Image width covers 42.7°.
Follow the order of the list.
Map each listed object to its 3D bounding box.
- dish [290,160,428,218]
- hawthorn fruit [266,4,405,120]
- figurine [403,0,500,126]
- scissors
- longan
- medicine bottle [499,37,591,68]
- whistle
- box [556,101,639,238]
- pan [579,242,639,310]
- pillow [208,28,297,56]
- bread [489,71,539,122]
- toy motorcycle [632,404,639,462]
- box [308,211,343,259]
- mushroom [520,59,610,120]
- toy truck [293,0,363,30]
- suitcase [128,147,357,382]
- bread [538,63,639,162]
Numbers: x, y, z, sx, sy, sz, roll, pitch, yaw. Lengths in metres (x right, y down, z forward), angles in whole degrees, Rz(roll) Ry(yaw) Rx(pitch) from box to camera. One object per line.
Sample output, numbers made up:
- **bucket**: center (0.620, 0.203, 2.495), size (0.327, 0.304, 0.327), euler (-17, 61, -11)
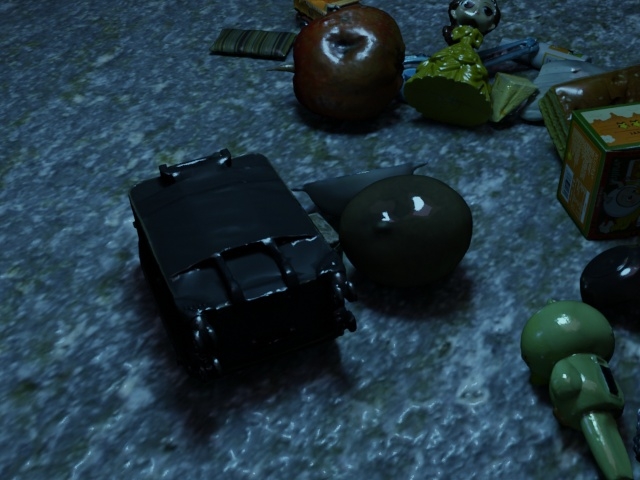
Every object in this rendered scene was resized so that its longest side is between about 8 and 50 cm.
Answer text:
- **dish**: center (0.083, -0.084, 1.508), size (0.236, 0.086, 0.228), euler (-8, 5, 27)
- **hawthorn fruit**: center (0.062, -0.380, 1.773), size (0.262, 0.258, 0.258), euler (6, 36, 42)
- **figurine**: center (0.312, -0.423, 1.781), size (0.187, 0.168, 0.315), euler (7, 62, 25)
- **scissors**: center (0.324, -0.409, 1.911), size (0.393, 0.032, 0.180), euler (-17, 44, -5)
- **longan**: center (0.141, -0.015, 1.354), size (0.220, 0.196, 0.196), euler (-11, 39, 10)
- **medicine bottle**: center (0.540, -0.441, 1.958), size (0.221, 0.061, 0.092), euler (27, 23, 30)
- **whistle**: center (0.356, 0.207, 1.154), size (0.141, 0.141, 0.294), euler (1, 57, 4)
- **box**: center (0.546, -0.126, 1.464), size (0.178, 0.194, 0.148), euler (-8, 39, -7)
- **pan**: center (0.489, 0.030, 1.345), size (0.128, 0.048, 0.202), euler (-24, 20, 38)
- **pillow**: center (-0.172, -0.501, 2.078), size (0.204, 0.038, 0.113), euler (8, 44, 14)
- **bread**: center (0.409, -0.297, 1.761), size (0.080, 0.109, 0.084), euler (11, 21, -19)
- **toy motorcycle**: center (0.535, 0.229, 1.104), size (0.204, 0.108, 0.239), euler (20, 74, 7)
- **box**: center (0.000, 0.000, 1.446), size (0.045, 0.062, 0.098), euler (-17, 39, -23)
- **mushroom**: center (0.608, -0.303, 1.757), size (0.329, 0.122, 0.159), euler (11, 78, 17)
- **toy truck**: center (0.034, -0.566, 2.069), size (0.114, 0.135, 0.270), euler (-22, 43, -23)
- **suitcase**: center (-0.135, 0.032, 1.310), size (0.283, 0.194, 0.434), euler (-17, 42, -17)
- **bread**: center (0.570, -0.239, 1.606), size (0.234, 0.110, 0.184), euler (-17, 84, -15)
